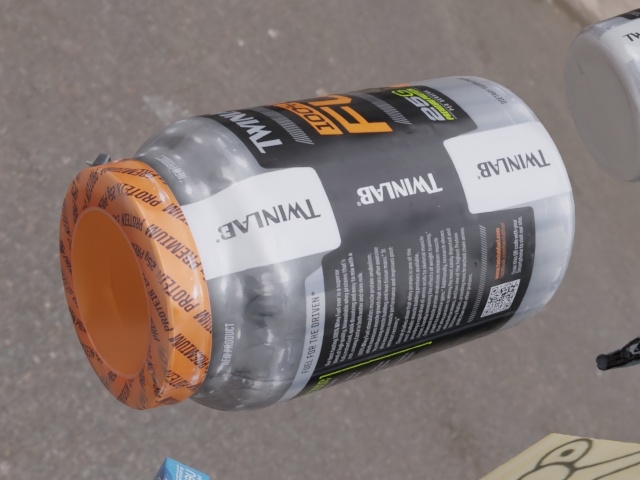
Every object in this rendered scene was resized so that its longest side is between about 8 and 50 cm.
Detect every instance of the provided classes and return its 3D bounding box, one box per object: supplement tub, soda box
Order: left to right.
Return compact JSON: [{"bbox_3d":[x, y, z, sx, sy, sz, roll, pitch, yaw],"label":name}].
[{"bbox_3d":[-0.196,0.372,1.614,0.071,0.067,0.210,28,9,-10],"label":"soda box"},{"bbox_3d":[0.000,0.000,0.810,0.316,0.193,0.194,-14,68,-34],"label":"supplement tub"},{"bbox_3d":[0.497,-0.217,1.508,0.207,0.337,0.207,160,-90,-79],"label":"supplement tub"}]

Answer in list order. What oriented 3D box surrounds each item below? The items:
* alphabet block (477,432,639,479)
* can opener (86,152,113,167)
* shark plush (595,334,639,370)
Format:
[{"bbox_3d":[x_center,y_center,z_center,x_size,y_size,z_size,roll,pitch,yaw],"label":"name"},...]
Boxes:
[{"bbox_3d":[0.199,0.284,0.946,0.197,0.192,0.194,-26,99,-25],"label":"alphabet block"},{"bbox_3d":[-0.214,-0.043,1.436,0.076,0.095,0.283,38,-11,-34],"label":"can opener"},{"bbox_3d":[0.260,0.073,0.795,0.067,0.161,0.073,36,36,-38],"label":"shark plush"}]
